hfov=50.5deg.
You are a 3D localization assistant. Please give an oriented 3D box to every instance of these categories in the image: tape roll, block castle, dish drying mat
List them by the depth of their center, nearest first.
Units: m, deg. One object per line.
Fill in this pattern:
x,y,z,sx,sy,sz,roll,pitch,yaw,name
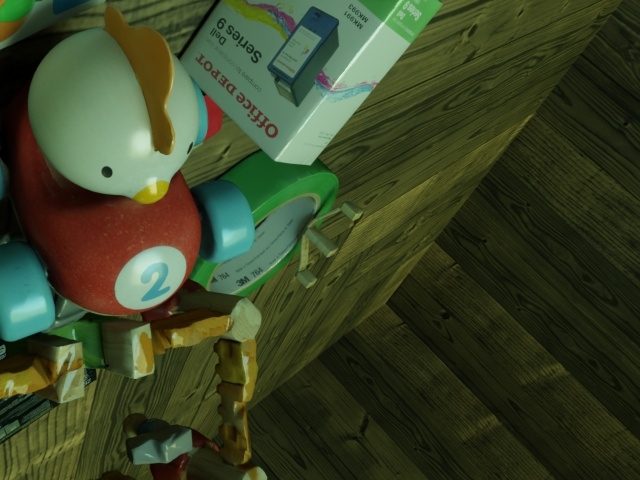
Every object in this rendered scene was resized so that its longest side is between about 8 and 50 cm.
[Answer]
-0.279,0.219,0.736,0.453,0.212,0.303,-12,102,-50,block castle
-0.127,-0.150,0.794,0.032,0.008,0.083,-38,164,-24,dish drying mat
-0.111,-0.013,1.083,0.321,0.077,0.321,-40,164,-14,tape roll

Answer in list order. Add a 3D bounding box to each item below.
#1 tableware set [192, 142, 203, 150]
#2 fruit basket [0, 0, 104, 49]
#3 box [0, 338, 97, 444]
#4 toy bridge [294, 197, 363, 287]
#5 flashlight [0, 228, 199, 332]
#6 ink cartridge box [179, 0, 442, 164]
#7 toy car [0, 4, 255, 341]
-0.207,-0.085,0.698,0.194,0.039,0.128,-34,179,-14,tableware set
-0.206,-0.157,0.265,0.353,0.165,0.327,-38,164,-36,fruit basket
-0.384,0.175,0.864,0.180,0.077,0.147,-35,163,-31,box
0.000,0.000,1.139,0.026,0.063,0.188,-25,155,-51,toy bridge
-0.236,0.021,0.759,0.103,0.103,0.304,-67,171,11,flashlight
-0.014,-0.201,0.665,0.212,0.154,0.093,-49,165,20,ink cartridge box
-0.145,-0.059,0.491,0.219,0.210,0.238,-21,177,-31,toy car
